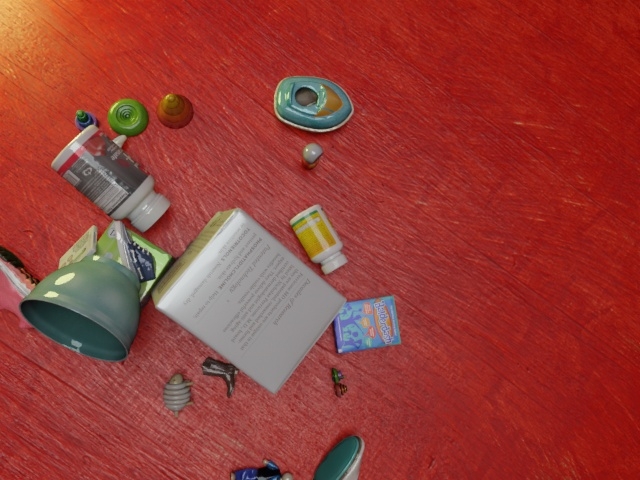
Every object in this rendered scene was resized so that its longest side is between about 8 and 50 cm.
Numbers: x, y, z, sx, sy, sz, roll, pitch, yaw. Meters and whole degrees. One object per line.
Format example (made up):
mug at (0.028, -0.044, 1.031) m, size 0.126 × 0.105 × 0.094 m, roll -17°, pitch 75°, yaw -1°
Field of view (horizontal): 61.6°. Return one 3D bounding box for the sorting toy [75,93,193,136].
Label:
sorting toy at (-0.590, -0.410, 1.690) m, size 0.366 × 0.126 × 0.126 m, roll -11°, pitch 84°, yaw -11°

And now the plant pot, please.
plant pot at (-0.602, 0.162, 1.424) m, size 0.293 × 0.293 × 0.196 m, roll 23°, pitch 53°, yaw -5°

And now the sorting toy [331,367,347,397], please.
sorting toy at (0.063, 0.444, 1.695) m, size 0.042 × 0.061 × 0.101 m, roll -11°, pitch 106°, yaw -10°

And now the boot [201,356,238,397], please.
boot at (-0.317, 0.422, 1.652) m, size 0.114 × 0.037 × 0.106 m, roll 15°, pitch 67°, yaw -9°

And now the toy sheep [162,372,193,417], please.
toy sheep at (-0.428, 0.464, 1.607) m, size 0.091 × 0.091 × 0.131 m, roll -2°, pitch 87°, yaw -9°

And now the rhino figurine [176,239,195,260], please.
rhino figurine at (-0.360, 0.038, 1.683) m, size 0.243 × 0.073 × 0.106 m, roll -35°, pitch 94°, yaw -14°

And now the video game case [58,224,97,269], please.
video game case at (-0.717, 0.044, 1.582) m, size 0.157 × 0.143 × 0.019 m, roll -43°, pitch 125°, yaw 8°

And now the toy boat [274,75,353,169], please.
toy boat at (-0.021, -0.392, 1.760) m, size 0.268 × 0.148 × 0.317 m, roll 4°, pitch 81°, yaw -8°

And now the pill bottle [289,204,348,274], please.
pill bottle at (0.000, 0.000, 1.722) m, size 0.118 × 0.117 × 0.208 m, roll -30°, pitch 87°, yaw -12°

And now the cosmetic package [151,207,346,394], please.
cosmetic package at (-0.216, 0.157, 1.519) m, size 0.394 × 0.329 × 0.327 m, roll 41°, pitch 77°, yaw -17°

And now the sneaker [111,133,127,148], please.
sneaker at (-0.657, -0.260, 1.701) m, size 0.075 × 0.057 × 0.161 m, roll 42°, pitch 76°, yaw -18°

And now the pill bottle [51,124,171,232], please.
pill bottle at (-0.612, -0.173, 1.601) m, size 0.318 × 0.176 × 0.176 m, roll 44°, pitch 77°, yaw -20°

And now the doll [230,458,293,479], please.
doll at (-0.176, 0.731, 1.623) m, size 0.189 × 0.046 × 0.128 m, roll 0°, pitch 72°, yaw -15°

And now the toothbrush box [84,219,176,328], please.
toothbrush box at (-0.604, 0.116, 1.613) m, size 0.206 × 0.122 × 0.283 m, roll 33°, pitch 80°, yaw -2°

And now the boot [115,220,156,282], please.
boot at (-0.533, 0.031, 1.546) m, size 0.086 × 0.069 × 0.189 m, roll -12°, pitch 92°, yaw -18°

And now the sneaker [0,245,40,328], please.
sneaker at (-0.919, 0.131, 1.566) m, size 0.314 × 0.116 × 0.136 m, roll 45°, pitch 80°, yaw 0°

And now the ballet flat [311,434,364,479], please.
ballet flat at (0.019, 0.771, 1.619) m, size 0.139 × 0.139 × 0.400 m, roll 41°, pitch 82°, yaw -1°

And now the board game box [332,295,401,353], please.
board game box at (0.144, 0.271, 1.738) m, size 0.211 × 0.047 × 0.160 m, roll -8°, pitch 83°, yaw -10°
